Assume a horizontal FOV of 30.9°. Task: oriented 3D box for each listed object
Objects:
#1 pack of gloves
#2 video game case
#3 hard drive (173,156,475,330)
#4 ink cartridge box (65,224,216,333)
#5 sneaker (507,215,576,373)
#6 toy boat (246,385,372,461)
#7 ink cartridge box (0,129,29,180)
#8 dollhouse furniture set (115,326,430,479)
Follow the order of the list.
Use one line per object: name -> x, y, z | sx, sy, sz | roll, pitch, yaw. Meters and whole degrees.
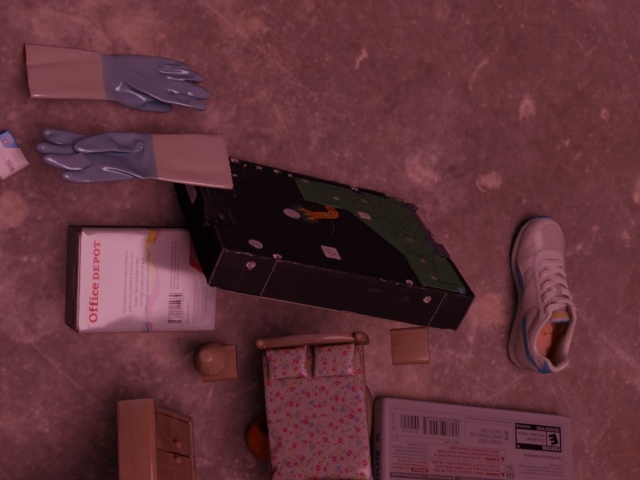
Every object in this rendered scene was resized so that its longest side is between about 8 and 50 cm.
pack of gloves -> -0.233, -0.137, 1.384 | 0.232, 0.046, 0.195 | 2, 58, -25
video game case -> 0.222, 0.385, 1.635 | 0.329, 0.036, 0.299 | 10, 71, -26
hard drive -> 0.000, 0.000, 1.436 | 0.339, 0.237, 0.064 | 11, 119, -26
ink cartridge box -> -0.220, 0.045, 1.421 | 0.175, 0.072, 0.127 | 1, 95, -25
sneaker -> 0.330, 0.079, 1.674 | 0.087, 0.092, 0.228 | -1, 94, -24
toy boat -> -0.024, 0.275, 1.518 | 0.151, 0.151, 0.231 | 22, 85, 4
ink cartridge box -> -0.390, -0.089, 1.351 | 0.083, 0.028, 0.048 | -33, 108, -19
dollhouse furniture set -> -0.043, 0.255, 1.362 | 0.356, 0.174, 0.303 | -7, 75, 9
